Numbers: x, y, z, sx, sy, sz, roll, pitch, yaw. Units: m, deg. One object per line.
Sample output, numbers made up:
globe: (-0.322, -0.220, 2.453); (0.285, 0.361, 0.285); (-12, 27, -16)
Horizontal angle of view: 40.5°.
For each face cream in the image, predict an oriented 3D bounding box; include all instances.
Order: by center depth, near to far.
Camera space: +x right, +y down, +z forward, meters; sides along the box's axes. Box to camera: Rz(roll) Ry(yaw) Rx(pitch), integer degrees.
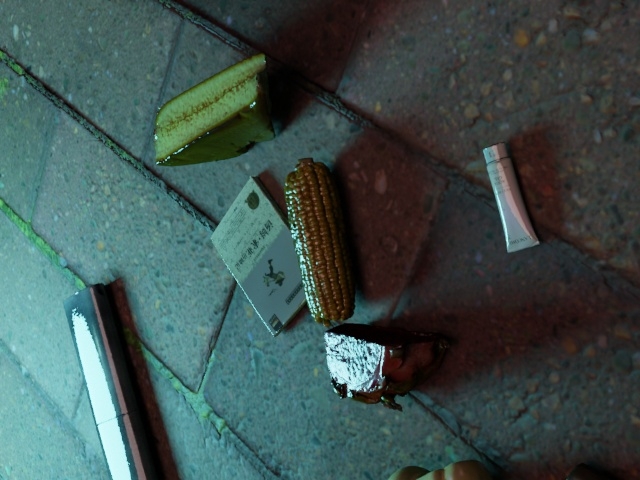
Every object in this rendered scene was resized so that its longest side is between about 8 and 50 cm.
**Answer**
face cream: (0.196, -0.044, 0.898); (0.038, 0.020, 0.115); (-19, 85, 40)

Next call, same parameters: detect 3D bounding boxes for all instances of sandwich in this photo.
sandwich: (-0.122, -0.164, 1.126); (0.244, 0.088, 0.090); (-20, 73, 45)

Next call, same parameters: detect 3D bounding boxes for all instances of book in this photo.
book: (-0.073, 0.021, 1.146); (0.127, 0.014, 0.182); (-51, 62, 32)

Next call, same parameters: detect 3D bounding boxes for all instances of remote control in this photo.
remote control: (-0.328, 0.261, 1.377); (0.107, 0.044, 0.378); (-29, 76, 43)

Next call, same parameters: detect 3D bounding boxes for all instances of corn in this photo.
corn: (0.000, 0.000, 1.044); (0.068, 0.068, 0.207); (-15, 84, 41)

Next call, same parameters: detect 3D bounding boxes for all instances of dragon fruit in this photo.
dragon fruit: (0.069, 0.148, 0.982); (0.147, 0.102, 0.096); (3, 90, 51)

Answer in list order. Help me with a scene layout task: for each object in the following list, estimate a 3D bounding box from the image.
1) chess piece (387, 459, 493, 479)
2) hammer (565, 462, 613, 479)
chess piece: (0.045, 0.353, 1.017); (0.397, 0.117, 0.117); (-38, 70, 36)
hammer: (0.409, 0.317, 0.736); (0.440, 0.044, 0.168); (28, 111, 37)
